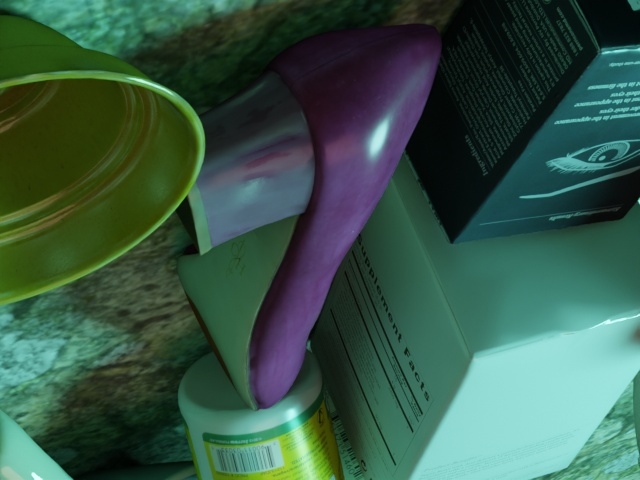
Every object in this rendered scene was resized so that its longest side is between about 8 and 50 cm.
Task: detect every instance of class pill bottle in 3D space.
[{"bbox_3d":[-0.039,0.194,1.323,0.117,0.117,0.208,-18,117,-12],"label":"pill bottle"}]

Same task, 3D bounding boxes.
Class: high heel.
[{"bbox_3d":[0.000,0.000,1.094,0.181,0.127,0.377,-26,159,-11],"label":"high heel"}]

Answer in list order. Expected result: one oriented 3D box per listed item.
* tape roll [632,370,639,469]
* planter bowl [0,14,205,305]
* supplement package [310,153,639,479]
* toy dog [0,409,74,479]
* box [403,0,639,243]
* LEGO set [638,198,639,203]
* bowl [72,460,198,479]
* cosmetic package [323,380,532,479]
[{"bbox_3d":[0.438,0.201,1.546,0.072,0.392,0.392,-12,152,-26],"label":"tape roll"},{"bbox_3d":[-0.178,-0.054,0.862,0.217,0.090,0.217,-20,155,-10],"label":"planter bowl"},{"bbox_3d":[0.123,0.062,1.247,0.177,0.175,0.293,-13,153,-19],"label":"supplement package"},{"bbox_3d":[-0.324,0.209,1.010,0.395,0.285,0.408,3,166,13],"label":"toy dog"},{"bbox_3d":[0.162,-0.102,1.043,0.153,0.108,0.207,-8,151,-31],"label":"box"},{"bbox_3d":[0.297,0.027,1.472,0.182,0.060,0.244,-1,147,-34],"label":"LEGO set"},{"bbox_3d":[-0.169,0.322,1.421,0.163,0.311,0.311,13,179,37],"label":"bowl"},{"bbox_3d":[0.097,0.208,1.528,0.113,0.160,0.309,-31,155,14],"label":"cosmetic package"}]
